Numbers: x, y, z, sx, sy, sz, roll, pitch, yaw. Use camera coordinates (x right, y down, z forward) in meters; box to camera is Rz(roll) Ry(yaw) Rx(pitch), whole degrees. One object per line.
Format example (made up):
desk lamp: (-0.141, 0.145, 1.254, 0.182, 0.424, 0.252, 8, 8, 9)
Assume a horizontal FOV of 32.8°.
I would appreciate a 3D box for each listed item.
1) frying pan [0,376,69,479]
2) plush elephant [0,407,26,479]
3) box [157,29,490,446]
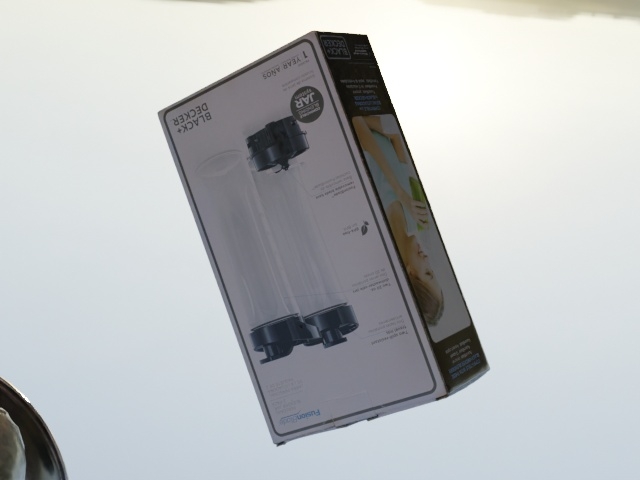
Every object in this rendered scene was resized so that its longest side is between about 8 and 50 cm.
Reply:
frying pan: (-0.231, 0.085, 0.532, 0.197, 0.326, 0.053, -9, -167, -16)
plush elephant: (-0.117, 0.136, 0.225, 0.272, 0.330, 0.255, 38, 173, -22)
box: (0.000, 0.000, 0.866, 0.169, 0.289, 0.087, -23, 175, 31)
